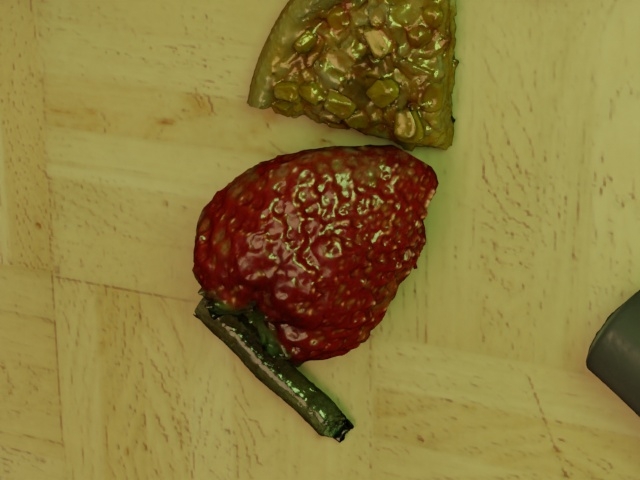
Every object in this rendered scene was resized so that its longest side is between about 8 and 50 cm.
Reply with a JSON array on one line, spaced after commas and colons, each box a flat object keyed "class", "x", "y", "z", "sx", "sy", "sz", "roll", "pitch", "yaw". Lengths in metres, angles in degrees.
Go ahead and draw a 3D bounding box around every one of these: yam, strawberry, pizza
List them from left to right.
[{"class": "yam", "x": -0.029, "y": 0.082, "z": 1.211, "sx": 0.129, "sy": 0.027, "sz": 0.033, "roll": 42, "pitch": 123, "yaw": 9}, {"class": "strawberry", "x": -0.005, "y": -0.002, "z": 1.118, "sx": 0.131, "sy": 0.131, "sz": 0.148, "roll": 32, "pitch": 95, "yaw": 16}, {"class": "pizza", "x": 0.031, "y": -0.105, "z": 1.104, "sx": 0.178, "sy": 0.041, "sz": 0.131, "roll": -22, "pitch": 97, "yaw": 33}]

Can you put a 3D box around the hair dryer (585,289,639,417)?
[{"class": "hair dryer", "x": 0.236, "y": 0.230, "z": 1.081, "sx": 0.301, "sy": 0.121, "sz": 0.361, "roll": 40, "pitch": 127, "yaw": 22}]
